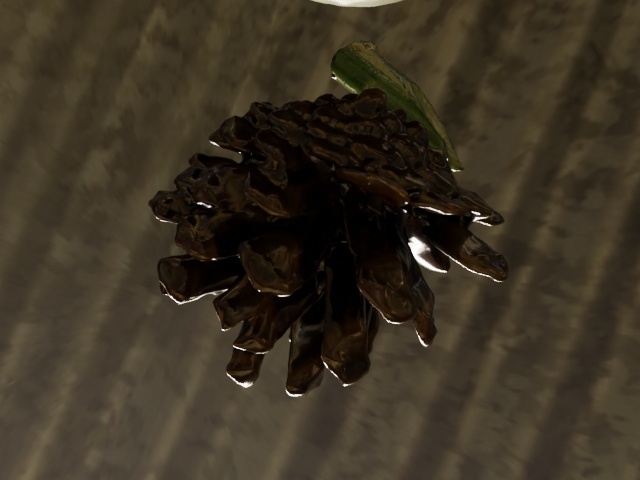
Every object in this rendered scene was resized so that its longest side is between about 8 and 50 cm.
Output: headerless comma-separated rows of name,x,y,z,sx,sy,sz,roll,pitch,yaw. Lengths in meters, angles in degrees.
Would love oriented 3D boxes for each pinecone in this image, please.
pinecone,-0.002,0.002,1.155,0.201,0.229,0.202,-44,-68,-2

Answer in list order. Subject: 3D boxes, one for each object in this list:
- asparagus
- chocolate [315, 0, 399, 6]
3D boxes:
asparagus,0.068,-0.111,1.444,0.045,0.178,0.041,-9,-56,-31
chocolate,0.048,-0.322,1.299,0.326,0.297,0.314,27,-114,6
